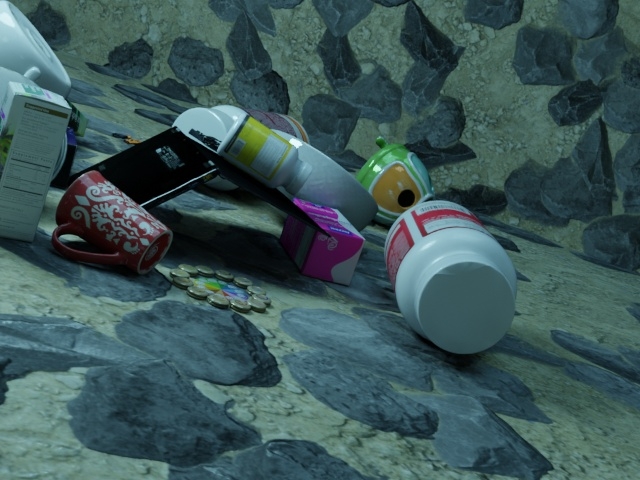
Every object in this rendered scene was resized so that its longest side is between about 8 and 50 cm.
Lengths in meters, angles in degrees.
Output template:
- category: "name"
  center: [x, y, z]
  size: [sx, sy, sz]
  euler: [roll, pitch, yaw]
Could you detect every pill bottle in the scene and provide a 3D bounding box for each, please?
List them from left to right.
- category: "pill bottle"
  center: [-0.211, -0.241, 2.320]
  size: [0.224, 0.224, 0.392]
  euler: [26, 14, 25]
- category: "pill bottle"
  center: [-0.111, -0.171, 1.787]
  size: [0.184, 0.103, 0.103]
  euler: [33, 11, -9]
- category: "pill bottle"
  center: [0.252, 0.068, 1.712]
  size: [0.229, 0.229, 0.407]
  euler: [19, 13, -5]

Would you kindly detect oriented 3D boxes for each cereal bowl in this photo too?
- category: "cereal bowl"
  center: [-0.036, -0.114, 2.122]
  size: [0.339, 0.141, 0.339]
  euler: [35, -8, 5]

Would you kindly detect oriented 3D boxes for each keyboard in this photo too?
- category: "keyboard"
  center: [-0.191, -0.191, 1.866]
  size: [0.192, 0.038, 0.100]
  euler: [33, 5, 13]

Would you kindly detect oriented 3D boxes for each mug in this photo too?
- category: "mug"
  center: [-0.352, -0.011, 1.464]
  size: [0.169, 0.150, 0.113]
  euler: [33, -12, 10]

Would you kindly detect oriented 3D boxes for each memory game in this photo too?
- category: "memory game"
  center: [-0.173, 0.081, 1.519]
  size: [0.186, 0.012, 0.186]
  euler: [19, 13, -4]

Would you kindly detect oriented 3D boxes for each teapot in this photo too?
- category: "teapot"
  center: [-0.645, -0.346, 1.781]
  size: [0.252, 0.187, 0.256]
  euler: [55, -1, 6]

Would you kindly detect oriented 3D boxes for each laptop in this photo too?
- category: "laptop"
  center: [-0.258, -0.070, 1.770]
  size: [0.408, 0.236, 0.382]
  euler: [-27, 26, -11]

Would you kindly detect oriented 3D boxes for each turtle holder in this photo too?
- category: "turtle holder"
  center: [0.218, -0.138, 2.607]
  size: [0.227, 0.243, 0.320]
  euler: [40, -21, 19]

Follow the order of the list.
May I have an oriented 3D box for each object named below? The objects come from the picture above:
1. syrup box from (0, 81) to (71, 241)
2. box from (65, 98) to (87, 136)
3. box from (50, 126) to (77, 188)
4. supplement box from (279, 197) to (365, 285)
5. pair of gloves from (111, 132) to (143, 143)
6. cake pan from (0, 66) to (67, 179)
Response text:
- category: "syrup box"
  center: [-0.485, -0.127, 1.415]
  size: [0.096, 0.236, 0.093]
  euler: [12, 16, -30]
- category: "box"
  center: [-0.699, -0.320, 2.071]
  size: [0.232, 0.058, 0.322]
  euler: [13, -2, -3]
- category: "box"
  center: [-0.650, -0.206, 1.813]
  size: [0.261, 0.103, 0.184]
  euler: [14, 11, -23]
- category: "supplement box"
  center: [0.000, 0.000, 1.887]
  size: [0.111, 0.113, 0.220]
  euler: [15, 16, -21]
- category: "pair of gloves"
  center: [-0.552, -0.292, 2.502]
  size: [0.083, 0.010, 0.074]
  euler: [25, 14, 25]
- category: "cake pan"
  center: [-0.598, -0.199, 1.552]
  size: [0.293, 0.054, 0.293]
  euler: [11, 58, -18]
